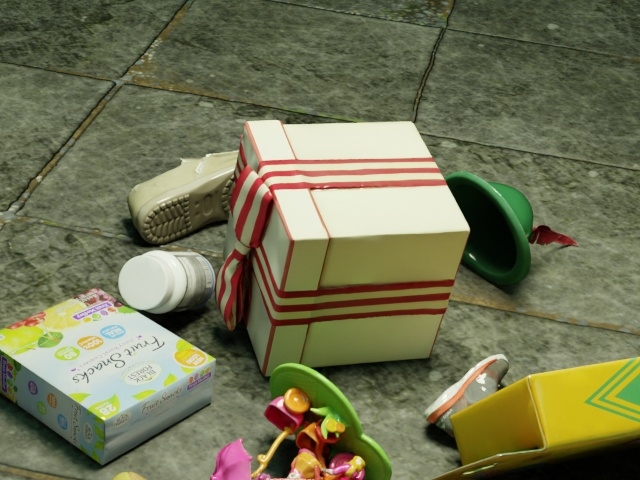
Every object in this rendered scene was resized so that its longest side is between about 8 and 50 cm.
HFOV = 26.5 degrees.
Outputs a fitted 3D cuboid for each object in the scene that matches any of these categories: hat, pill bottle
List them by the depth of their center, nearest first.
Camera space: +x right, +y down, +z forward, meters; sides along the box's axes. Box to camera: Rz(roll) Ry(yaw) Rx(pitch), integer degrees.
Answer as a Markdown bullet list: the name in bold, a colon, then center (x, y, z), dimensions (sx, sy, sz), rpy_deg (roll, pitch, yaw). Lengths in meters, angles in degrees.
- **pill bottle**: center (-0.190, 0.051, 1.675), dimensions (0.078, 0.078, 0.137), rpy_deg (17, 5, 18)
- **hat**: center (0.281, -0.052, 1.863), dimensions (0.183, 0.208, 0.173), rpy_deg (-32, 81, -23)

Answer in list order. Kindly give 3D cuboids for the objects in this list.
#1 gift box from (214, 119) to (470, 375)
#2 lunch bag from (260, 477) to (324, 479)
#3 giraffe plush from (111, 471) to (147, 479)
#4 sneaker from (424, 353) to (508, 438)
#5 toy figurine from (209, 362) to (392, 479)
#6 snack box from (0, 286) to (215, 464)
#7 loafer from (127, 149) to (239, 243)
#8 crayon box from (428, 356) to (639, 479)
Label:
- **gift box**: center (0.000, 0.000, 1.684), dimensions (0.258, 0.255, 0.276), rpy_deg (-4, 37, -20)
- **lunch bag**: center (0.043, 0.342, 1.226), dimensions (0.258, 0.120, 0.293), rpy_deg (3, 30, -6)
- **giraffe plush**: center (-0.250, 0.302, 1.237), dimensions (0.170, 0.181, 0.210), rpy_deg (10, 63, 27)
- **sneaker**: center (0.183, 0.190, 1.595), dimensions (0.065, 0.061, 0.158), rpy_deg (47, 44, 12)
- **toy figurine**: center (-0.037, 0.241, 1.428), dimensions (0.173, 0.130, 0.159), rpy_deg (42, 54, 11)
- **snack box**: center (-0.253, 0.149, 1.554), dimensions (0.207, 0.070, 0.174), rpy_deg (28, 36, 30)
- **loafer**: center (-0.160, -0.079, 1.931), dimensions (0.268, 0.102, 0.092), rpy_deg (-20, 45, -36)
- **crayon box**: center (0.281, 0.188, 1.456), dimensions (0.319, 0.202, 0.081), rpy_deg (-7, 74, -22)
